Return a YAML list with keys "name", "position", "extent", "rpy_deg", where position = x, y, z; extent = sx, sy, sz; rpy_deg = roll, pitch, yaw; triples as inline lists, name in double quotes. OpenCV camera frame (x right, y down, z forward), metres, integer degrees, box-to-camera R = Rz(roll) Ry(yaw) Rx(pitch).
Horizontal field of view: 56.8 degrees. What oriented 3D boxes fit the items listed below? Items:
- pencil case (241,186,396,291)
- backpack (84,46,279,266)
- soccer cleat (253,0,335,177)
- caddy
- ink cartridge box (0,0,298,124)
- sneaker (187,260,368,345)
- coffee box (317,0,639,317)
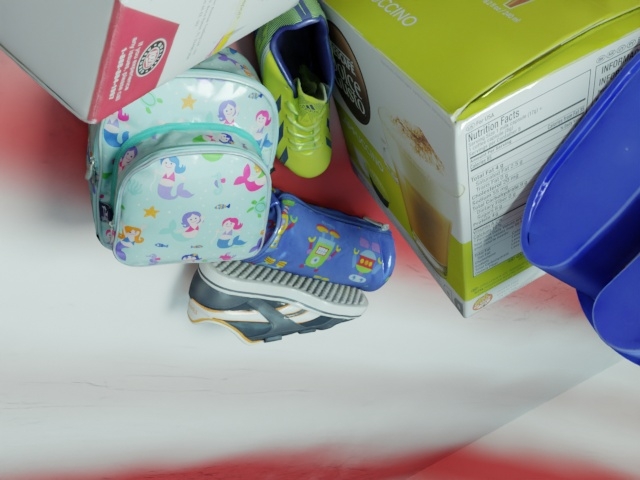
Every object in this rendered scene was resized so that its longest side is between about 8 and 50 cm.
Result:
- name: "pencil case"
  position: [0.000, 0.000, 0.951]
  extent: [0.306, 0.119, 0.133]
  rpy_deg: [16, 116, -43]
- name: "backpack"
  position: [-0.160, -0.098, 0.699]
  extent: [0.225, 0.191, 0.254]
  rpy_deg: [-3, 127, -24]
- name: "soccer cleat"
  position: [-0.025, -0.176, 0.753]
  extent: [0.093, 0.121, 0.289]
  rpy_deg: [-23, 140, -13]
- name: "caddy"
  position: [0.357, -0.033, 0.538]
  extent: [0.179, 0.241, 0.341]
  rpy_deg: [15, 120, -33]
- name: "ink cartridge box"
  position: [-0.095, -0.260, 0.456]
  extent: [0.306, 0.131, 0.226]
  rpy_deg: [-52, -178, -43]
- name: "sneaker"
  position: [-0.074, 0.103, 1.007]
  extent: [0.321, 0.126, 0.128]
  rpy_deg: [15, 117, -30]
- name: "coffee box"
  position: [0.225, -0.183, 0.747]
  extent: [0.338, 0.338, 0.334]
  rpy_deg: [-28, 140, -6]
